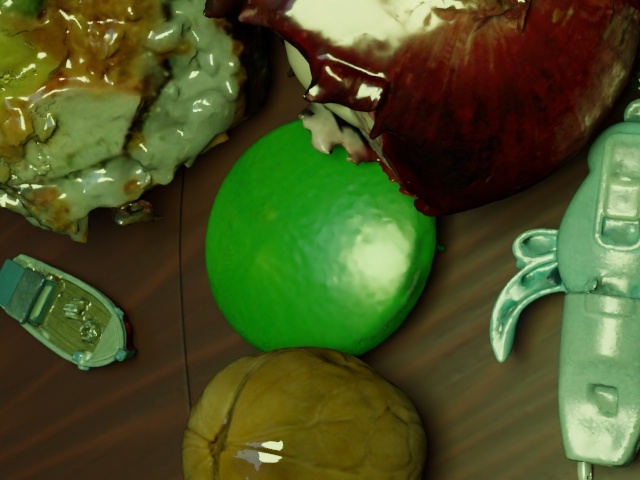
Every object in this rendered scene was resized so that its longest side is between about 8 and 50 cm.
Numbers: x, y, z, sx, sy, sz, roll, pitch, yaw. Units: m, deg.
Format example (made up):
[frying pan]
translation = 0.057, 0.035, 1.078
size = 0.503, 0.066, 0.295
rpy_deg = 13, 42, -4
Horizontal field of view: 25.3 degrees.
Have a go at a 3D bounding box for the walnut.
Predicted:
[walnut]
translation = -0.010, 0.160, 1.080
size = 0.167, 0.207, 0.167
rpy_deg = -8, 78, 40

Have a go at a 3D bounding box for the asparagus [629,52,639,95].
[asparagus]
translation = 0.196, -0.203, 1.142
size = 0.034, 0.027, 0.236
rpy_deg = -44, 65, 14

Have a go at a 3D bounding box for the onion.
[onion]
translation = 0.081, -0.195, 1.026
size = 0.341, 0.341, 0.341
rpy_deg = -5, 79, 25

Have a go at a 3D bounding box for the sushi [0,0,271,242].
[sushi]
translation = -0.221, -0.199, 1.152
size = 0.417, 0.417, 0.176
rpy_deg = -52, 38, 9

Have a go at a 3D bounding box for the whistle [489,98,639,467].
[whistle]
translation = 0.222, 0.029, 1.050
size = 0.186, 0.093, 0.273
rpy_deg = 7, 84, 19

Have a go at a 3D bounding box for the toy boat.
[toy boat]
translation = -0.231, 0.067, 1.286
size = 0.173, 0.059, 0.069
rpy_deg = 30, 95, 27

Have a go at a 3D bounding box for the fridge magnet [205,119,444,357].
[fridge magnet]
translation = 0.000, 0.000, 1.168
size = 0.208, 0.088, 0.208
rpy_deg = -6, 77, 26

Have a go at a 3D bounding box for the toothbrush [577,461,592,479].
[toothbrush]
translation = 0.199, 0.108, 1.094
size = 0.017, 0.014, 0.162
rpy_deg = -7, 77, 42
